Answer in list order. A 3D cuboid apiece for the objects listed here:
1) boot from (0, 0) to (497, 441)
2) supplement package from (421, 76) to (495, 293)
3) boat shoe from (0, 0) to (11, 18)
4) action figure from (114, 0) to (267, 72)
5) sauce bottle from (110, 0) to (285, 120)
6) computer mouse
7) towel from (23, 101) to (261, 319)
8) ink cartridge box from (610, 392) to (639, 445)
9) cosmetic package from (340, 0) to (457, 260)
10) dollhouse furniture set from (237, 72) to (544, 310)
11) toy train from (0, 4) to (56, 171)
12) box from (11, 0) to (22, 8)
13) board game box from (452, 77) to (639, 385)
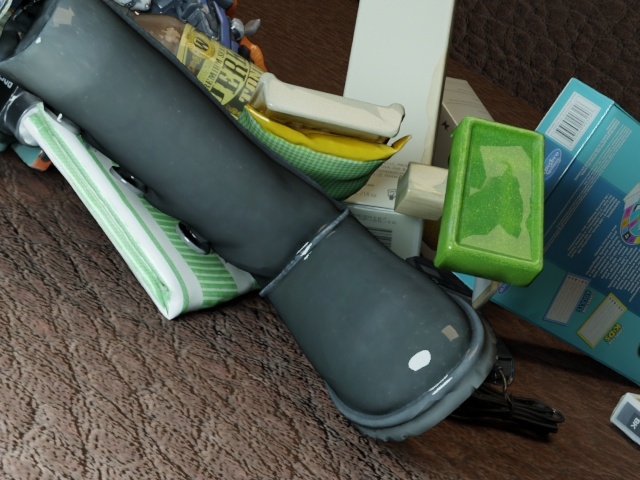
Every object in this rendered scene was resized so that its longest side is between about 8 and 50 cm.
[{"bbox_3d":[-0.077,-0.047,1.453,0.445,0.146,0.367,47,-5,-21],"label":"boot"},{"bbox_3d":[0.171,-0.068,2.097,0.244,0.139,0.134,57,25,17],"label":"supplement package"},{"bbox_3d":[-0.360,-0.196,1.598,0.094,0.109,0.302,23,-26,-33],"label":"boat shoe"},{"bbox_3d":[-0.165,-0.256,2.199,0.330,0.178,0.341,31,33,-44],"label":"action figure"},{"bbox_3d":[-0.145,-0.175,1.878,0.344,0.111,0.111,29,13,-20],"label":"sauce bottle"},{"bbox_3d":[0.121,0.107,1.730,0.184,0.060,0.262,18,28,-43],"label":"computer mouse"},{"bbox_3d":[-0.148,-0.042,1.673,0.248,0.038,0.325,53,17,6],"label":"towel"},{"bbox_3d":[0.448,0.245,1.824,0.206,0.045,0.208,15,17,-38],"label":"ink cartridge box"},{"bbox_3d":[0.081,-0.140,1.935,0.113,0.309,0.160,9,-23,4],"label":"cosmetic package"},{"bbox_3d":[0.049,-0.032,1.676,0.302,0.151,0.197,12,-25,-11],"label":"dollhouse furniture set"},{"bbox_3d":[-0.336,-0.180,1.801,0.190,0.142,0.334,25,11,-47],"label":"toy train"},{"bbox_3d":[-0.397,-0.293,1.984,0.183,0.059,0.233,23,-22,-15],"label":"box"},{"bbox_3d":[0.333,0.000,1.947,0.336,0.253,0.079,29,9,-41],"label":"board game box"}]
